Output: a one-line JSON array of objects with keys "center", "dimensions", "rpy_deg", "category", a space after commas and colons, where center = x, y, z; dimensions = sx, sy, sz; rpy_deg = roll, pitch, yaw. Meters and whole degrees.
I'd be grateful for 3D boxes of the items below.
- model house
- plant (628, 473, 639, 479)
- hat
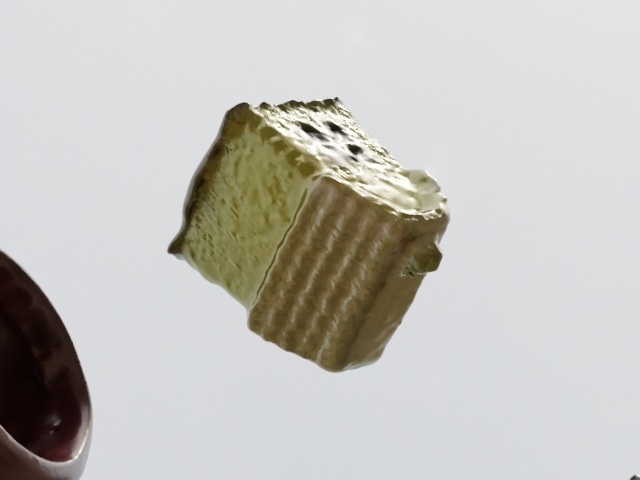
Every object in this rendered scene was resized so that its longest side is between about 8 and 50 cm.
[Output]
[{"center": [0.000, 0.000, 1.603], "dimensions": [0.174, 0.234, 0.193], "rpy_deg": [0, -55, -44], "category": "model house"}, {"center": [0.367, 0.328, 1.444], "dimensions": [0.181, 0.194, 0.321], "rpy_deg": [42, -140, -61], "category": "plant"}, {"center": [-0.218, 0.083, 1.018], "dimensions": [0.089, 0.205, 0.205], "rpy_deg": [-29, -56, 14], "category": "hat"}]
